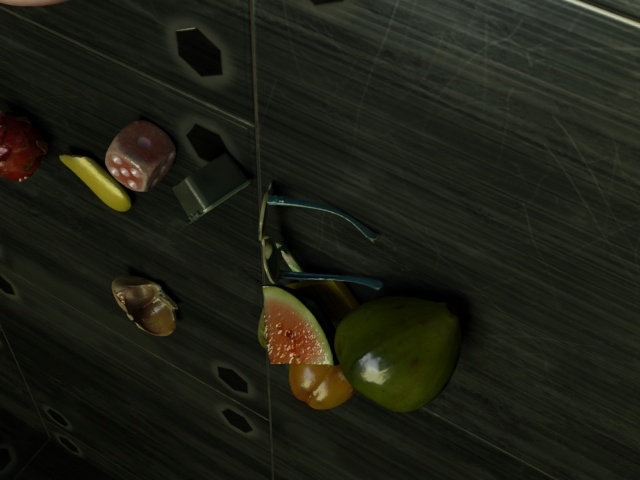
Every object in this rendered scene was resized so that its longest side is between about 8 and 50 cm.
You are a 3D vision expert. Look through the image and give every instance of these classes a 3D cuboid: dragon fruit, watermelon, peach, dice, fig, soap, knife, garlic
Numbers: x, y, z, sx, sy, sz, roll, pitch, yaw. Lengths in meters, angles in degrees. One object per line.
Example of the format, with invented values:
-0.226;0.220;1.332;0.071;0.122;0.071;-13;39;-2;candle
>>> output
-0.610;-0.184;1.909;0.133;0.136;0.166;-13;143;1;dragon fruit
-0.021;0.160;1.708;0.193;0.145;0.137;49;115;20;watermelon
0.006;0.259;1.846;0.138;0.138;0.138;26;146;19;peach
-0.316;-0.148;1.687;0.094;0.093;0.091;37;147;3;dice
0.140;0.171;1.578;0.203;0.203;0.225;44;112;-9;fig
-0.441;-0.121;1.900;0.168;0.033;0.089;47;145;-13;soap
-0.022;0.081;1.759;0.030;0.014;0.207;-8;124;48;knife
-0.390;0.149;2.134;0.124;0.099;0.174;15;144;56;garlic

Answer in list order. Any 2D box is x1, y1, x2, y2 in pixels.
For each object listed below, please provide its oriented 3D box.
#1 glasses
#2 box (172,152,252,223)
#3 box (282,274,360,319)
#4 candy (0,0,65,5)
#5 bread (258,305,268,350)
-0.012;0.020;1.599;0.220;0.088;0.189;20;139;25;glasses
-0.185;-0.091;1.614;0.069;0.122;0.084;55;144;-4;box
-0.004;0.110;1.744;0.155;0.023;0.087;-14;122;46;box
-0.382;-0.421;1.280;0.255;0.255;0.094;32;147;9;candy
-0.080;0.164;1.851;0.083;0.094;0.157;29;127;25;bread
